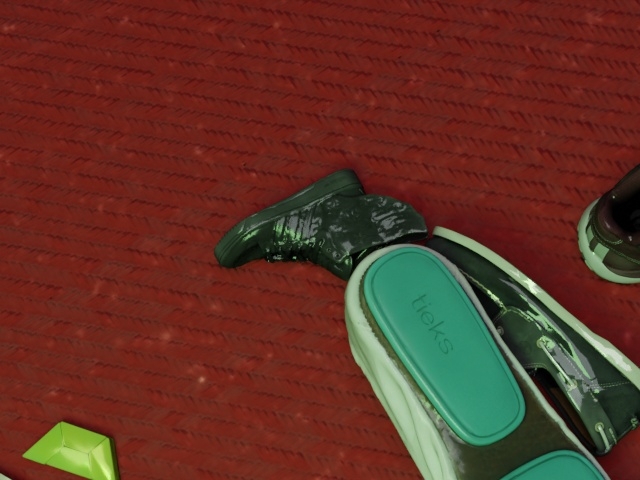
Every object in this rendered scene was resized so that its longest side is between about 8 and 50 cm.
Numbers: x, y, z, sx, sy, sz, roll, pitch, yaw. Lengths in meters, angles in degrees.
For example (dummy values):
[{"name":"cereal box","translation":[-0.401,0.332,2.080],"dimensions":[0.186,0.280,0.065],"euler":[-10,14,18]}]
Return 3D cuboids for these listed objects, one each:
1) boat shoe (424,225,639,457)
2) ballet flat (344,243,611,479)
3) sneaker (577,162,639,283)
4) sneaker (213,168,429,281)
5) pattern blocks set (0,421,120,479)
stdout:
[{"name":"boat shoe","translation":[0.168,0.078,1.315],"dimensions":[0.233,0.084,0.079],"euler":[43,87,10]},{"name":"ballet flat","translation":[0.138,0.187,1.275],"dimensions":[0.139,0.139,0.400],"euler":[-30,74,1]},{"name":"sneaker","translation":[0.345,-0.038,1.272],"dimensions":[0.281,0.162,0.106],"euler":[-19,77,4]},{"name":"sneaker","translation":[0.000,0.001,1.368],"dimensions":[0.170,0.051,0.089],"euler":[-30,72,-2]},{"name":"pattern blocks set","translation":[-0.246,0.295,1.358],"dimensions":[0.324,0.026,0.285],"euler":[10,80,10]}]
